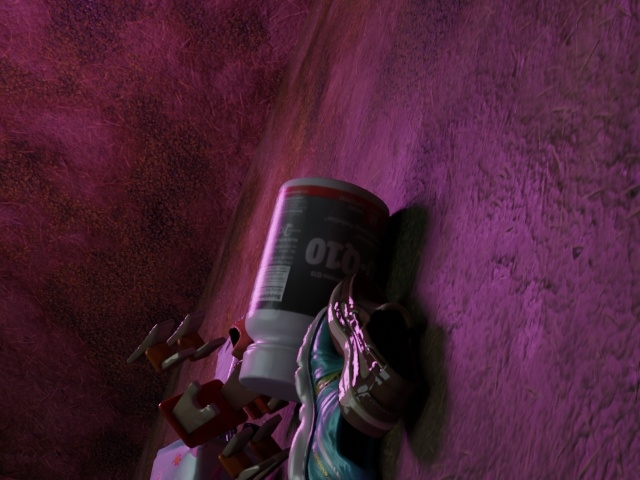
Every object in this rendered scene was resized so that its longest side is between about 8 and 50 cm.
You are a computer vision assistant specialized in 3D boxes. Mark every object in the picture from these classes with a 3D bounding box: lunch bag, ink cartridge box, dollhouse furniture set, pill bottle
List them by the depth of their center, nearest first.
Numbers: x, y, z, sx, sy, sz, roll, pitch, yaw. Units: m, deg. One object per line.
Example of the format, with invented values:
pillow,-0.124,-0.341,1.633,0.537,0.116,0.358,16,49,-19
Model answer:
pill bottle,-0.010,0.071,1.561,0.161,0.161,0.283,135,150,-69
dollhouse furniture set,-0.144,0.247,1.754,0.135,0.262,0.259,-46,-16,29
lunch bag,-0.210,0.446,1.860,0.262,0.160,0.223,-27,51,53
ink cartridge box,-0.199,0.304,2.478,0.223,0.045,0.224,125,161,-57

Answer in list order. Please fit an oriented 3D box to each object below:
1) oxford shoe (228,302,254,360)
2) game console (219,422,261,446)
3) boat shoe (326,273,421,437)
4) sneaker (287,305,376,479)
oxford shoe,-0.148,0.177,2.348,0.212,0.076,0.076,-91,19,-65
game console,-0.157,0.414,2.096,0.361,0.044,0.213,-124,52,-75
boat shoe,0.072,0.110,1.310,0.095,0.095,0.257,-52,25,25
sneaker,0.037,0.191,1.373,0.110,0.107,0.275,-36,38,40
